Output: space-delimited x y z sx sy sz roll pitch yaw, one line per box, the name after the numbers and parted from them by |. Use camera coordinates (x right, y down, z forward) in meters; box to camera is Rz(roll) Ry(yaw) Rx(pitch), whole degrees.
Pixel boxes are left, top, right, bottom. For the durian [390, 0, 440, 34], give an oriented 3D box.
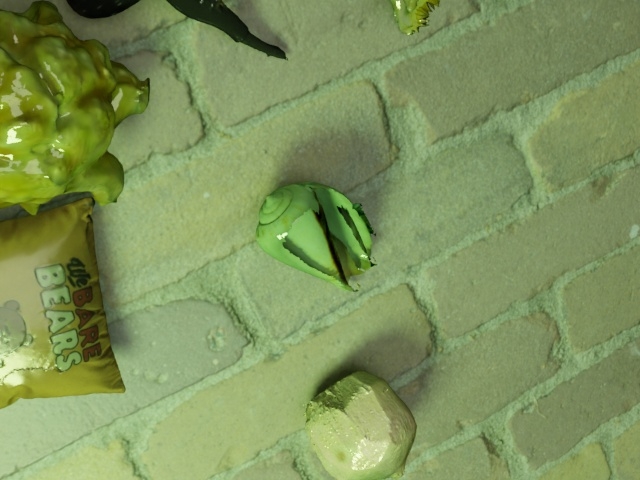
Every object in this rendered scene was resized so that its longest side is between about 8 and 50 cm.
0.131 -0.467 1.092 0.167 0.172 0.306 -18 118 10 | durian

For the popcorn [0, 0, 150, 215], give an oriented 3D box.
-0.397 -0.174 0.906 0.336 0.279 0.274 -11 87 -4 | popcorn

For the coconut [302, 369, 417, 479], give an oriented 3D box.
0.078 0.332 1.236 0.195 0.194 0.194 -4 104 -19 | coconut

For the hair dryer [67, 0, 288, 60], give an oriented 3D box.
-0.151 -0.360 0.997 0.360 0.304 0.120 23 51 -43 | hair dryer

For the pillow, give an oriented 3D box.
-0.459 0.112 1.026 0.313 0.119 0.310 -11 102 -15 | pillow

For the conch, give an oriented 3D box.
0.008 -0.009 1.153 0.251 0.137 0.143 27 91 -23 | conch
